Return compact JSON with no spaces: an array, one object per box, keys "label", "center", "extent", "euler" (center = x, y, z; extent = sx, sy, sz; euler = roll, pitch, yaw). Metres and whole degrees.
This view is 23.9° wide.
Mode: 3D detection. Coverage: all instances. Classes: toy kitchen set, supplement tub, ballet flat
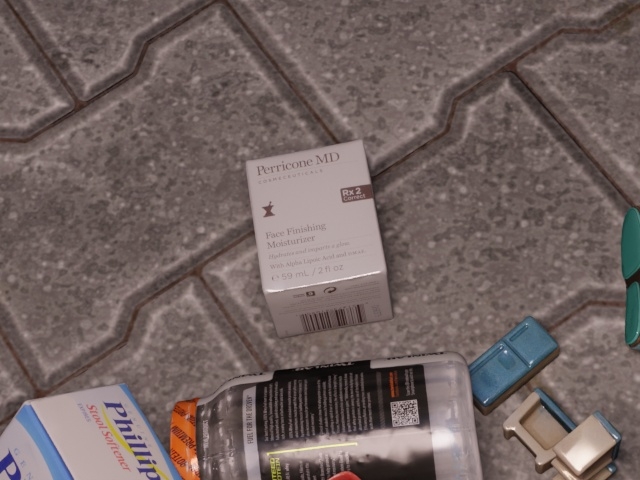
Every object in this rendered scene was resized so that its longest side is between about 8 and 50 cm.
[{"label":"toy kitchen set","center":[0.267,0.177,1.729],"extent":[0.122,0.166,0.207],"euler":[-39,67,-10]},{"label":"supplement tub","center":[0.010,0.243,1.710],"extent":[0.338,0.207,0.207],"euler":[-6,65,4]},{"label":"ballet flat","center":[0.402,0.049,1.836],"extent":[0.070,0.070,0.188],"euler":[2,68,8]}]

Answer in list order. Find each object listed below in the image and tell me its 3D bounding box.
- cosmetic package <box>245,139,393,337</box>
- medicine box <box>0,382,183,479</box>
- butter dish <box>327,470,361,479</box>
[{"label":"cosmetic package","center":[0.000,0.000,1.853],"extent":[0.151,0.151,0.183],"euler":[-11,64,1]},{"label":"medicine box","center":[-0.268,0.349,1.649],"extent":[0.263,0.149,0.289],"euler":[55,127,25]},{"label":"butter dish","center":[0.018,0.350,1.571],"extent":[0.160,0.160,0.118],"euler":[-36,31,0]}]
